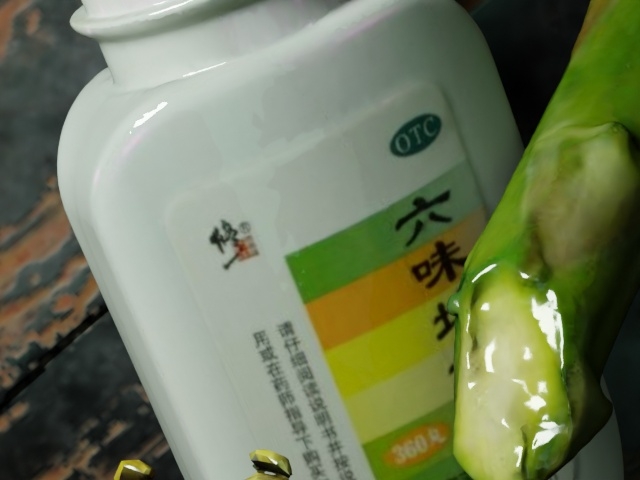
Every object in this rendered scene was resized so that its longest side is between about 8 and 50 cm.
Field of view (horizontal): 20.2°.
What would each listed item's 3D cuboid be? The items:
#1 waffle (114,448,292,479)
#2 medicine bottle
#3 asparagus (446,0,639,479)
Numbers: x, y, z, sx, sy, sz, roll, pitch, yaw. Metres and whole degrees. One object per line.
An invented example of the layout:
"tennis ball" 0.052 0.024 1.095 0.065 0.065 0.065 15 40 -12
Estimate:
"waffle" -0.015 0.245 0.740 0.382 0.095 0.379 35 121 -26
"medicine bottle" 0.000 0.000 0.743 0.179 0.124 0.324 -26 107 -14
"asparagus" 0.121 -0.039 0.719 0.085 0.082 0.343 55 52 -29
